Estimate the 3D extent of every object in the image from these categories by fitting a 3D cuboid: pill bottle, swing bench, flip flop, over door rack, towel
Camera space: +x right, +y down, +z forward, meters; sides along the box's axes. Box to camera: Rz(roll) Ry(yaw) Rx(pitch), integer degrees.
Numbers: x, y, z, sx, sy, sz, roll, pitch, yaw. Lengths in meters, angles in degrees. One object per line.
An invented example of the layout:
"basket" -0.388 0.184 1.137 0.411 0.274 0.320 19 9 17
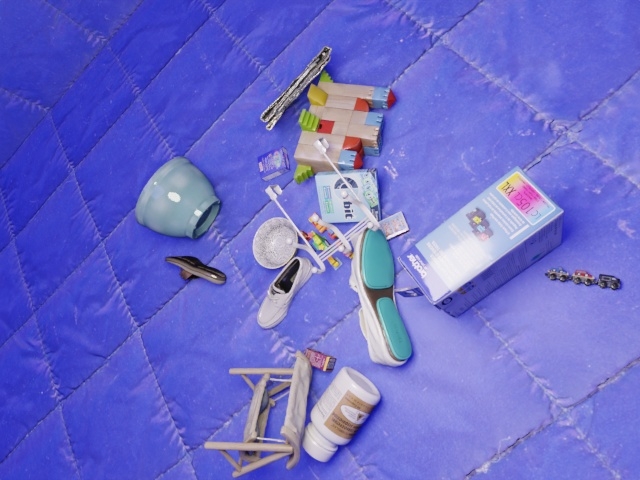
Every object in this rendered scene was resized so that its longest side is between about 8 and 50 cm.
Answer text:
"pill bottle" 0.048 0.473 1.173 0.131 0.131 0.229 37 94 30
"swing bench" -0.140 0.475 1.189 0.255 0.165 0.253 -19 29 20
"flip flop" -0.458 0.115 1.561 0.277 0.112 0.080 20 100 25
"over door rack" -0.014 -0.098 1.229 0.239 0.108 0.324 -39 72 26
"towel" -0.080 -0.503 1.454 0.312 0.324 0.056 -44 104 9

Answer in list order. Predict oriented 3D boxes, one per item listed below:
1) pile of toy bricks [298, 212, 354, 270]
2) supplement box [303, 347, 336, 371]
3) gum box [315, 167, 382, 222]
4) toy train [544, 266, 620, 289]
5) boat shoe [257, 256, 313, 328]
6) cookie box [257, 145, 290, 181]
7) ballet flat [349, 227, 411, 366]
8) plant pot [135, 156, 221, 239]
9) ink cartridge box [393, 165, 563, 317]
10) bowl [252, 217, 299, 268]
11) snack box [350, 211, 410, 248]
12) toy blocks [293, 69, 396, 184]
"pile of toy bricks" 0.000 0.000 1.346 0.118 0.105 0.212 -46 60 9
"supplement box" -0.004 0.353 1.278 0.083 0.055 0.043 13 81 29
"gum box" 0.086 -0.133 1.310 0.184 0.041 0.157 -1 116 17
"toy train" 0.630 0.088 1.043 0.158 0.027 0.036 9 76 28
"boat shoe" -0.125 0.165 1.373 0.096 0.088 0.267 43 97 29
"cookie box" -0.168 -0.275 1.547 0.107 0.040 0.091 -20 68 21
"ballet flat" 0.145 0.158 1.224 0.139 0.139 0.400 -19 69 22
"plant pot" -0.485 -0.125 1.554 0.196 0.293 0.293 33 93 4
"ink cartridge box" 0.369 0.043 1.050 0.395 0.270 0.151 -41 60 11
"bowl" -0.131 0.016 1.424 0.170 0.080 0.170 -7 73 25
"snack box" 0.177 -0.021 1.309 0.178 0.022 0.064 -26 67 19
"toy blocks" 0.087 -0.349 1.377 0.261 0.191 0.381 12 73 16
